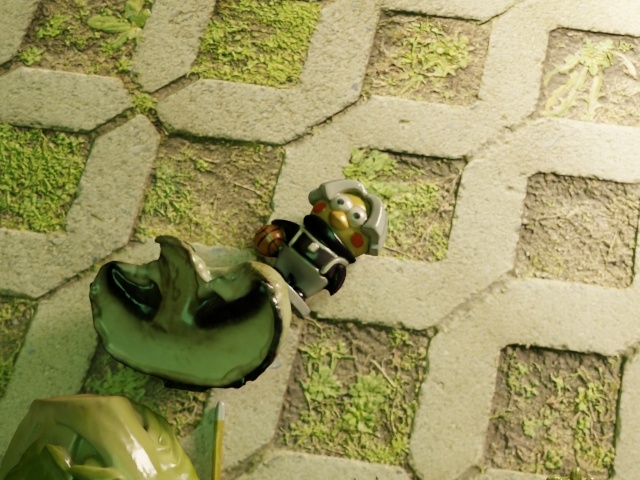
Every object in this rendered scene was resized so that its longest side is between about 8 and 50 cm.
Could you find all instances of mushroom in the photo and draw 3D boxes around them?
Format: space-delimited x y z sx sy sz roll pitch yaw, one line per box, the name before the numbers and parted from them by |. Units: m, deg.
mushroom | -0.193 0.107 1.131 0.345 0.130 0.247 -8 93 22

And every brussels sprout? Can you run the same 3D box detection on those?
brussels sprout | -0.319 0.377 1.011 0.328 0.247 0.327 -1 75 5

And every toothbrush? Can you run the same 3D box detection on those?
toothbrush | -0.167 0.397 1.125 0.024 0.021 0.288 3 70 -10

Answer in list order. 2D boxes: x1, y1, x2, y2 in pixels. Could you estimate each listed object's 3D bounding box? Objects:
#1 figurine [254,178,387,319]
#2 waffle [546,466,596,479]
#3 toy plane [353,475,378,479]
figurine | 0.000 0.000 1.213 0.176 0.133 0.236 43 79 11
waffle | 0.381 0.450 1.108 0.184 0.036 0.169 -34 73 -12
toy plane | 0.077 0.409 1.124 0.084 0.024 0.077 35 73 4
